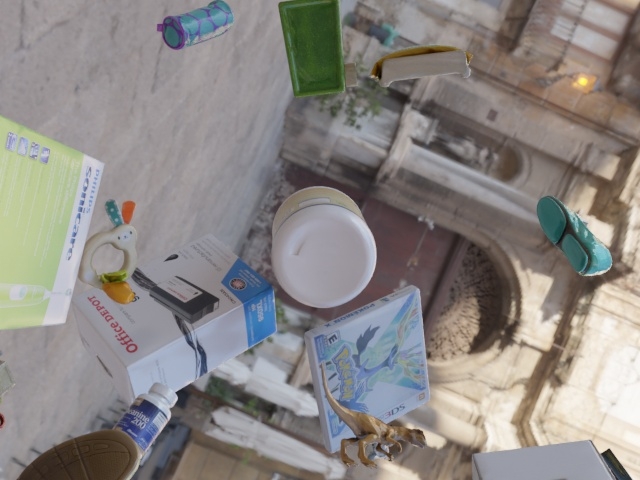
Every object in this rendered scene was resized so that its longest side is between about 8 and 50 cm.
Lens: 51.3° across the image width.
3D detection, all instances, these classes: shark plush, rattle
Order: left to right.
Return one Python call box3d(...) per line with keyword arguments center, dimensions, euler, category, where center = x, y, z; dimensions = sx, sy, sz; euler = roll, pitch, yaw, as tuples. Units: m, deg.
box3d(center=(-0.417, 0.015, 1.391), dimensions=(0.199, 0.130, 0.143), euler=(-64, -157, -6), category="rattle")
box3d(center=(0.165, 0.523, 1.754), dimensions=(0.073, 0.067, 0.161), euler=(-83, -174, -58), category="shark plush")

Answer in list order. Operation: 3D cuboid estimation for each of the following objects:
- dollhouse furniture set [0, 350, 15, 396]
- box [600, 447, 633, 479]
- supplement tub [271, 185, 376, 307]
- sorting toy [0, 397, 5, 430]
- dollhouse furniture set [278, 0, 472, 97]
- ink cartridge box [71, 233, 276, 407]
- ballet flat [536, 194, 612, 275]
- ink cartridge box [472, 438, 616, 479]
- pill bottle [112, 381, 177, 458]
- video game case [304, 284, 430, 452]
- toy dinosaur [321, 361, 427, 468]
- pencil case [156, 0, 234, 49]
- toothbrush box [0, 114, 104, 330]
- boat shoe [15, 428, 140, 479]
box3d(center=(-0.674, 0.228, 1.195), dimensions=(0.161, 0.101, 0.182), euler=(-48, 136, -51), category="dollhouse furniture set")
box3d(center=(0.707, 0.649, 1.616), dimensions=(0.159, 0.233, 0.044), euler=(-31, 144, 3), category="box")
box3d(center=(0.000, 0.000, 1.546), dimensions=(0.316, 0.228, 0.228), euler=(-102, -145, -74), category="supplement tub")
box3d(center=(-0.758, 0.390, 1.515), dimensions=(0.042, 0.102, 0.061), euler=(-28, 162, 17), category="sorting toy")
box3d(center=(0.096, -0.343, 1.137), dimensions=(0.197, 0.302, 0.151), euler=(-78, 162, -73), category="dollhouse furniture set")
box3d(center=(-0.347, 0.183, 1.605), dimensions=(0.395, 0.285, 0.166), euler=(-28, 136, -31), category="ink cartridge box")
box3d(center=(0.556, -0.008, 1.457), dimensions=(0.247, 0.087, 0.083), euler=(-104, -154, -51), category="ballet flat")
box3d(center=(0.399, 0.527, 1.202), dimensions=(0.129, 0.223, 0.307), euler=(-95, 177, -64), category="ink cartridge box")
box3d(center=(-0.292, 0.297, 1.106), dimensions=(0.120, 0.067, 0.067), euler=(-55, 175, -37), category="pill bottle")
box3d(center=(0.120, 0.301, 1.561), dimensions=(0.036, 0.300, 0.329), euler=(30, -45, 54), category="video game case")
box3d(center=(0.064, 0.295, 1.054), dimensions=(0.064, 0.211, 0.112), euler=(-45, -161, 55), category="toy dinosaur")
box3d(center=(-0.241, -0.423, 1.307), dimensions=(0.152, 0.070, 0.064), euler=(-39, 157, -44), category="pencil case")
box3d(center=(-0.354, -0.019, 0.683), dimensions=(0.283, 0.122, 0.206), euler=(31, 71, -82), category="toothbrush box")
box3d(center=(-0.355, 0.351, 0.861), dimensions=(0.285, 0.104, 0.089), euler=(-33, 150, -10), category="boat shoe")
